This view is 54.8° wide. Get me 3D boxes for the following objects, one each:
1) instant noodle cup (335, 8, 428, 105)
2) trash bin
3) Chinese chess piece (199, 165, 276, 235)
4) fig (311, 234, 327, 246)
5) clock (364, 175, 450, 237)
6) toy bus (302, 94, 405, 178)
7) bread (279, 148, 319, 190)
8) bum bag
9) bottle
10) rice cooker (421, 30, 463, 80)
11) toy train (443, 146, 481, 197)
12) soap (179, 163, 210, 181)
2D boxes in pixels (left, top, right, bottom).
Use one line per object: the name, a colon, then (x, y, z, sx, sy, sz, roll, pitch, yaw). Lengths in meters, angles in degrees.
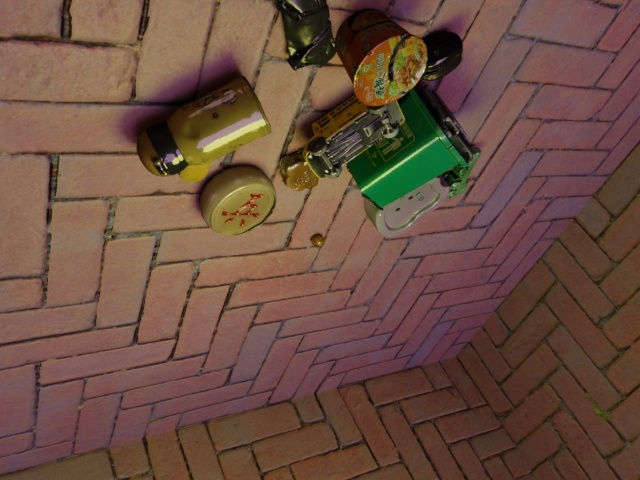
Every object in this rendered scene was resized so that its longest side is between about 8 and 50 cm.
instant noodle cup: (0.155, -0.517, 1.714, 0.230, 0.182, 0.230, -20, 145, -15)
trash bin: (0.291, -0.296, 2.070, 0.381, 0.259, 0.295, -34, 147, 18)
Chinese chess piece: (-0.264, -0.125, 1.983, 0.250, 0.103, 0.249, -22, 147, -16)
fig: (0.000, 0.000, 2.409, 0.050, 0.050, 0.083, -51, 161, 28)
clock: (0.332, -0.158, 2.400, 0.339, 0.102, 0.338, -21, 146, -15)
toy bus: (0.087, -0.344, 1.922, 0.330, 0.152, 0.144, -35, 141, 3)
bread: (-0.070, -0.227, 2.028, 0.128, 0.069, 0.140, -20, 144, -14)
bum bag: (-0.039, -0.560, 1.603, 0.142, 0.079, 0.326, -30, 146, -7)
bottle: (-0.323, -0.294, 1.658, 0.352, 0.171, 0.171, -26, 147, -4)
rice cooker: (0.357, -0.559, 1.880, 0.165, 0.112, 0.106, -35, 152, 8)
toy train: (0.557, -0.271, 2.449, 0.119, 0.085, 0.251, -18, 147, -28)
soap: (-0.363, -0.238, 1.818, 0.089, 0.033, 0.168, -9, 140, -33)
